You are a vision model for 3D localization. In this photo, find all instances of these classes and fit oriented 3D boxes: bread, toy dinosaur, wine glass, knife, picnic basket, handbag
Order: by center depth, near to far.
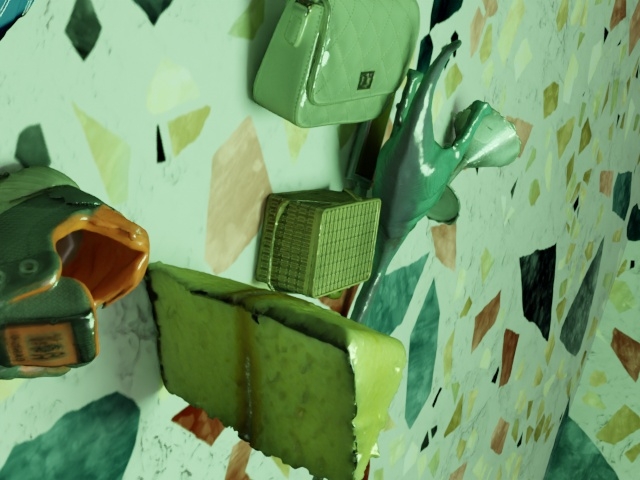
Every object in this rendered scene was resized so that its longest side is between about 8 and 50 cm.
[{"bbox_3d":[-0.051,0.103,0.953,0.142,0.266,0.178,-49,142,-33],"label":"bread"},{"bbox_3d":[0.040,-0.237,1.099,0.256,0.079,0.219,-20,138,-57],"label":"handbag"},{"bbox_3d":[0.000,0.000,1.192,0.164,0.079,0.115,-14,116,-59],"label":"picnic basket"},{"bbox_3d":[0.096,-0.033,1.259,0.383,0.129,0.331,80,33,-74],"label":"toy dinosaur"},{"bbox_3d":[0.057,-0.088,1.311,0.061,0.027,0.343,17,88,-60],"label":"knife"},{"bbox_3d":[0.215,-0.110,1.507,0.183,0.122,0.122,-49,143,-33],"label":"wine glass"}]

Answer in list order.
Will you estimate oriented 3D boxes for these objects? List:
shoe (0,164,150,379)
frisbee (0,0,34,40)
[{"bbox_3d":[-0.238,0.059,0.683,0.336,0.171,0.132,-38,135,-50],"label":"shoe"},{"bbox_3d":[-0.255,-0.229,0.650,0.242,0.045,0.242,-35,133,-49],"label":"frisbee"}]
